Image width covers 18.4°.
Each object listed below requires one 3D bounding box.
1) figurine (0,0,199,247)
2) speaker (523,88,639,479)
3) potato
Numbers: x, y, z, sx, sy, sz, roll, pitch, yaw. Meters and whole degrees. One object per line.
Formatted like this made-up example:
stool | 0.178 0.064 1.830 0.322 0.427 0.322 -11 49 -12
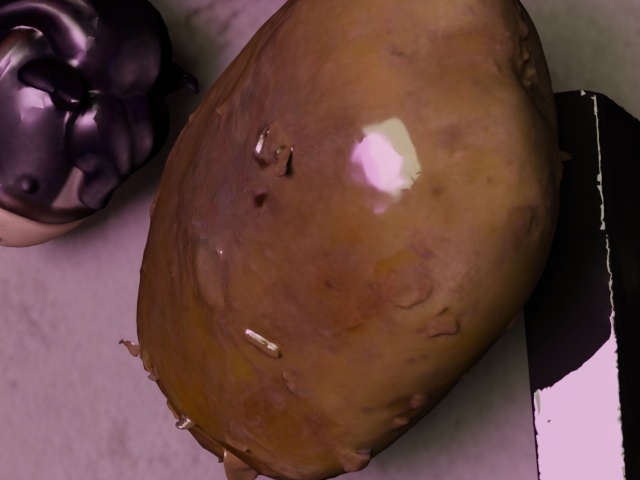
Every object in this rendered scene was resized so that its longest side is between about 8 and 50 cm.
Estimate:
figurine | -0.119 -0.186 0.958 0.412 0.241 0.306 -48 58 21
speaker | 0.122 0.047 0.877 0.044 0.082 0.218 -8 78 22
potato | 0.000 0.000 0.869 0.296 0.141 0.191 -59 40 44
